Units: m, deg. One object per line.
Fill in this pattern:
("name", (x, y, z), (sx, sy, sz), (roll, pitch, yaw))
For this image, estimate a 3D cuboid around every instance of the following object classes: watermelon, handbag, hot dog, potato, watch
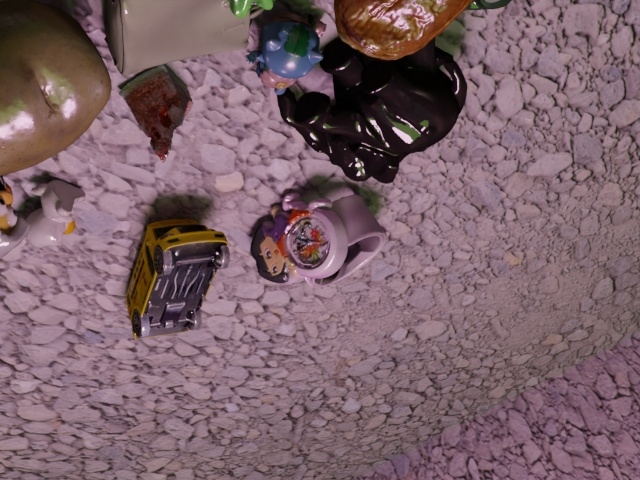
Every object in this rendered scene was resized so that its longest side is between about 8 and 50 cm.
("watermelon", (-0.274, -0.226, 1.658), (0.098, 0.158, 0.121), (-37, 114, 23))
("handbag", (-0.177, -0.366, 1.527), (0.315, 0.109, 0.241), (-13, 154, -18))
("hot dog", (0.143, -0.413, 1.565), (0.196, 0.122, 0.272), (40, 114, -9))
("potato", (-0.485, -0.220, 1.473), (0.326, 0.221, 0.243), (-31, 155, -3))
("watch", (0.000, 0.000, 2.087), (0.244, 0.196, 0.231), (-43, 161, 28))

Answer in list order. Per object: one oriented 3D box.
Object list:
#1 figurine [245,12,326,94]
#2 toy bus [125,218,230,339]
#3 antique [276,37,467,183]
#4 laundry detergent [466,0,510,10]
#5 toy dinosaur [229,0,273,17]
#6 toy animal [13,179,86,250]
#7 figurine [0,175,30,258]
("figurine", (-0.058, -0.326, 1.658), (0.114, 0.145, 0.178), (25, 156, -10))
("toy bus", (-0.302, 0.067, 2.006), (0.144, 0.152, 0.330), (-6, 145, -29))
("antique", (0.108, -0.239, 1.775), (0.322, 0.185, 0.255), (-20, 146, 20))
("laundry detergent", (0.244, -0.453, 1.671), (0.210, 0.063, 0.137), (-2, 147, -25))
("toy dinosaur", (-0.011, -0.581, 1.332), (0.374, 0.144, 0.500), (-21, 131, -9))
("toy animal", (-0.526, -0.037, 1.829), (0.127, 0.131, 0.182), (37, 112, -14))
("figurine", (-0.566, -0.067, 1.618), (0.133, 0.236, 0.176), (-28, 143, 8))
